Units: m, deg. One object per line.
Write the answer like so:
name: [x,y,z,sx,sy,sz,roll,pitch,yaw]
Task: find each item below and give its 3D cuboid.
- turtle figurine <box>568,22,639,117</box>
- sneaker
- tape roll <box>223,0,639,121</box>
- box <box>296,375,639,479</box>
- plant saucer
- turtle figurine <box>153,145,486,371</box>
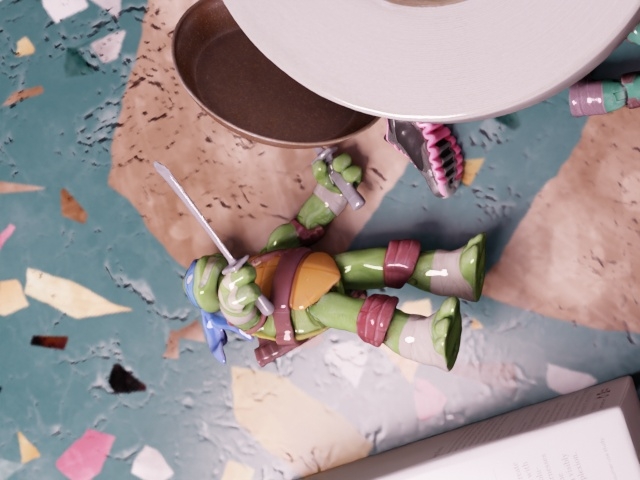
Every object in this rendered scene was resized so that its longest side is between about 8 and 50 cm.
turtle figurine: [0.325,-0.153,1.322,0.234,0.118,0.175,4,95,20]
sneaker: [0.085,-0.091,1.429,0.057,0.047,0.119,-23,87,37]
tape roll: [0.091,-0.285,1.260,0.392,0.072,0.392,1,93,15]
box: [0.134,0.277,1.372,0.345,0.168,0.215,-19,89,15]
plant saucer: [-0.035,-0.145,1.399,0.199,0.198,0.036,31,138,11]
turtle figurine: [0.000,0.000,1.372,0.266,0.198,0.274,10,101,16]
